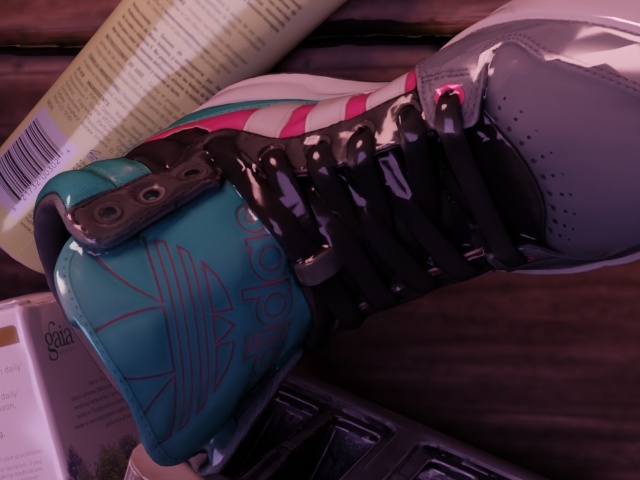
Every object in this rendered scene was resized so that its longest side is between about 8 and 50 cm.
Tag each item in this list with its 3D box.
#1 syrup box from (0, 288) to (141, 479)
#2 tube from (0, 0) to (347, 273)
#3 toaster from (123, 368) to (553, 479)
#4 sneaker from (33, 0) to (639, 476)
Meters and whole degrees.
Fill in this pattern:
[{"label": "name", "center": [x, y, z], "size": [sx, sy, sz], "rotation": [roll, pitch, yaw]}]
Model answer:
[{"label": "syrup box", "center": [-0.125, 0.144, 0.729], "size": [0.096, 0.093, 0.237], "rotation": [-16, 90, 21]}, {"label": "tube", "center": [-0.062, -0.086, 0.709], "size": [0.240, 0.070, 0.062], "rotation": [-46, 41, 14]}, {"label": "toaster", "center": [0.004, 0.140, 0.634], "size": [0.168, 0.186, 0.110], "rotation": [22, 112, 17]}, {"label": "sneaker", "center": [0.000, 0.000, 0.550], "size": [0.295, 0.178, 0.124], "rotation": [-8, 116, 48]}]
